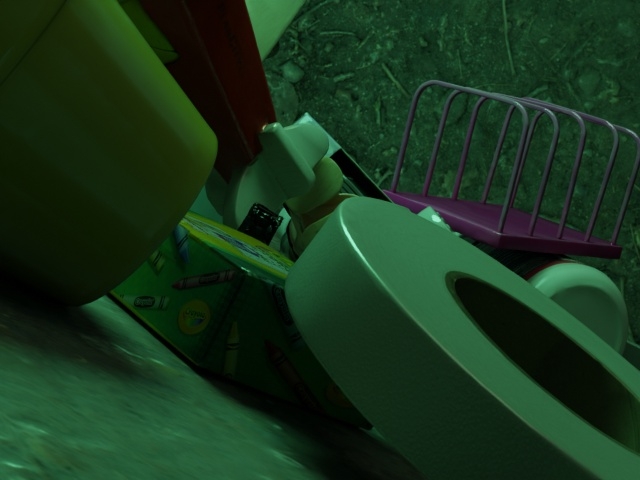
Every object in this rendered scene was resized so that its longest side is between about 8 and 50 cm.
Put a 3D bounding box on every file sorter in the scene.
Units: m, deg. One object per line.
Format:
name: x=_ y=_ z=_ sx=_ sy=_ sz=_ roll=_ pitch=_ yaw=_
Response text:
file sorter: x=0.263 y=-0.096 z=2.111 sx=0.202 sy=0.182 sz=0.291 roll=22 pitch=11 yaw=40

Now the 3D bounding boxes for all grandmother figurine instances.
grandmother figurine: x=0.000 y=0.000 z=1.963 sx=0.104 sy=0.207 sz=0.342 roll=-14 pitch=-6 yaw=-5

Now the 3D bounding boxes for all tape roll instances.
tape roll: x=0.148 y=0.113 z=1.114 sx=0.392 sy=0.072 sz=0.392 roll=35 pitch=14 yaw=-10

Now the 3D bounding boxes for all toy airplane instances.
toy airplane: x=-0.153 y=-0.184 z=1.700 sx=0.272 sy=0.384 sz=0.386 roll=5 pitch=-5 yaw=31

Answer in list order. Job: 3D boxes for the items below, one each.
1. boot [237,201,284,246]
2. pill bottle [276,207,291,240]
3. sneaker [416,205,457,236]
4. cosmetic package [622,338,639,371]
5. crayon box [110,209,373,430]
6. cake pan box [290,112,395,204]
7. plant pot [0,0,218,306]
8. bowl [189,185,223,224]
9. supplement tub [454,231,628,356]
boot: x=-0.078 y=0.009 z=1.627 sx=0.045 sy=0.099 sz=0.121 roll=27 pitch=3 yaw=-7
pill bottle: x=0.009 y=0.000 z=2.429 sx=0.103 sy=0.103 sz=0.184 roll=23 pitch=4 yaw=-37
sneaker: x=0.162 y=0.119 z=1.701 sx=0.321 sy=0.127 sz=0.126 roll=51 pitch=2 yaw=-17
cosmetic package: x=0.362 y=0.171 z=2.243 sx=0.107 sy=0.127 sz=0.238 roll=25 pitch=2 yaw=-31
crayon box: x=-0.071 y=0.045 z=1.266 sx=0.165 sy=0.081 sz=0.278 roll=24 pitch=3 yaw=-34
cake pan box: x=0.043 y=-0.026 z=2.116 sx=0.246 sy=0.070 sz=0.267 roll=46 pitch=-11 yaw=12
plant pot: x=-0.211 y=-0.088 z=1.094 sx=0.239 sy=0.254 sz=0.254 roll=42 pitch=-3 yaw=-22
bowl: x=-0.177 y=-0.097 z=2.028 sx=0.312 sy=0.163 sz=0.311 roll=26 pitch=4 yaw=-2
supplement tub: x=0.269 y=0.094 z=2.154 sx=0.191 sy=0.191 sz=0.272 roll=24 pitch=3 yaw=-28
